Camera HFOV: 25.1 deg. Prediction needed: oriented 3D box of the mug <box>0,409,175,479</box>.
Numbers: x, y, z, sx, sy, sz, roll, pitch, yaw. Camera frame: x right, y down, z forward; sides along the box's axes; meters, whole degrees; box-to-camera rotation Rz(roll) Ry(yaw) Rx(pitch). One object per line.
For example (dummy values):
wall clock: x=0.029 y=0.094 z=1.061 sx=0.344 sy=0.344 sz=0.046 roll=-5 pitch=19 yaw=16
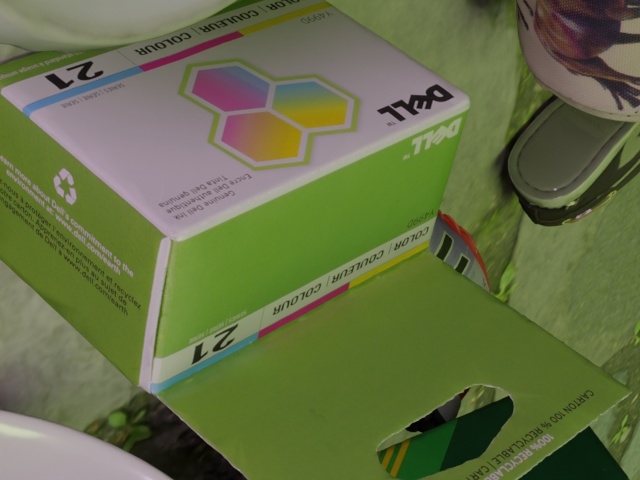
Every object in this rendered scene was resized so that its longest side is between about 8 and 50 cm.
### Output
mug: x=-0.231 y=0.276 z=0.647 sx=0.374 sy=0.276 sz=0.328 roll=16 pitch=120 yaw=-28

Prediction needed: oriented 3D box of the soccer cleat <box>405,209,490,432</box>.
soccer cleat: x=0.049 y=0.016 z=0.903 sx=0.116 sy=0.108 sz=0.318 roll=-60 pitch=155 yaw=-20

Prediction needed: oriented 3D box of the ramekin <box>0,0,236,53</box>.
ramekin: x=-0.077 y=-0.184 z=0.457 sx=0.273 sy=0.127 sz=0.273 roll=-35 pitch=147 yaw=-28

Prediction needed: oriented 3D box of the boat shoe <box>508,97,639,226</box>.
boat shoe: x=0.228 y=-0.101 z=1.043 sx=0.228 sy=0.081 sz=0.069 roll=-41 pitch=153 yaw=-6

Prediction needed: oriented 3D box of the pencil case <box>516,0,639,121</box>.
pencil case: x=0.187 y=-0.252 z=0.725 sx=0.183 sy=0.160 sz=0.410 roll=-32 pitch=146 yaw=-16

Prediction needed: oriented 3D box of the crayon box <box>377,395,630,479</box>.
crayon box: x=-0.005 y=0.265 z=0.983 sx=0.313 sy=0.106 sz=0.363 roll=-11 pitch=149 yaw=-49

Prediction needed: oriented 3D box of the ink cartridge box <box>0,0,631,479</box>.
ink cartridge box: x=0.000 y=0.000 z=0.637 sx=0.189 sy=0.255 sz=0.097 roll=-27 pitch=142 yaw=-39
